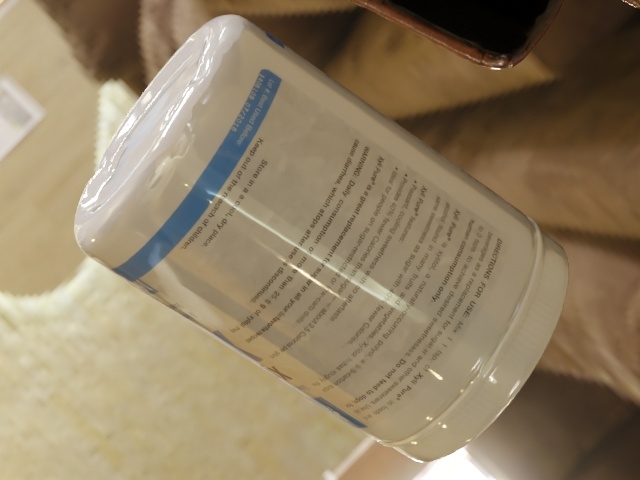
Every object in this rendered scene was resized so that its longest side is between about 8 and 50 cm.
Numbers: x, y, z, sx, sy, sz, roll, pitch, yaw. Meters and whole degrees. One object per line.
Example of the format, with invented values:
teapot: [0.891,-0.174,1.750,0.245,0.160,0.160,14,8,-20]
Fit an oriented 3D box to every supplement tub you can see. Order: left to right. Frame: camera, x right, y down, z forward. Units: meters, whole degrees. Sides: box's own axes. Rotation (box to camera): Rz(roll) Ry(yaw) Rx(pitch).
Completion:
supplement tub: [0.000,0.000,0.459,0.107,0.071,0.071,35,180,-15]

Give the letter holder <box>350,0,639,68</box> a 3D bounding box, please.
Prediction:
letter holder: [0.139,-0.214,0.812,0.214,0.302,0.152,28,140,-6]
